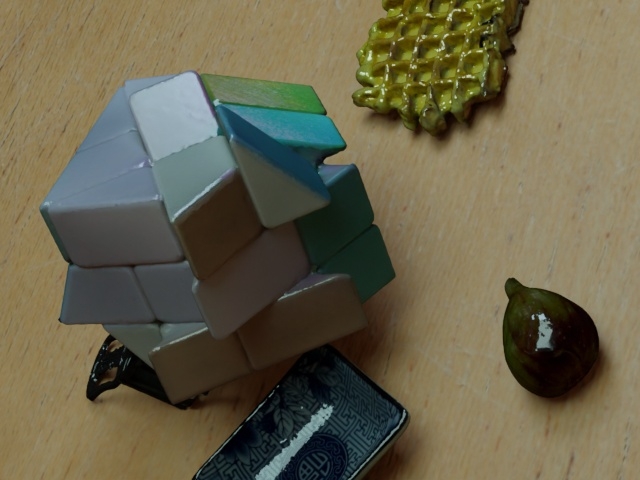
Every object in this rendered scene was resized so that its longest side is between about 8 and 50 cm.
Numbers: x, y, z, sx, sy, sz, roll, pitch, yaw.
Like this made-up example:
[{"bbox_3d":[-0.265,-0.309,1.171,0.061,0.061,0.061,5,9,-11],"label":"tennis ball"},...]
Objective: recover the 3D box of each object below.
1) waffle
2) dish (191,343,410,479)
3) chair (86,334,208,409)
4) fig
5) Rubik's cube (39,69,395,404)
[{"bbox_3d":[0.176,-0.273,2.047,0.309,0.065,0.283,-42,45,5],"label":"waffle"},{"bbox_3d":[-0.013,0.262,1.782,0.243,0.080,0.182,-48,48,-5],"label":"dish"},{"bbox_3d":[-0.220,0.162,1.989,0.229,0.113,0.106,-38,31,60],"label":"chair"},{"bbox_3d":[0.249,0.102,1.716,0.109,0.103,0.154,-27,54,-16],"label":"fig"},{"bbox_3d":[-0.121,-0.030,1.804,0.368,0.358,0.387,-2,40,24],"label":"Rubik's cube"}]
